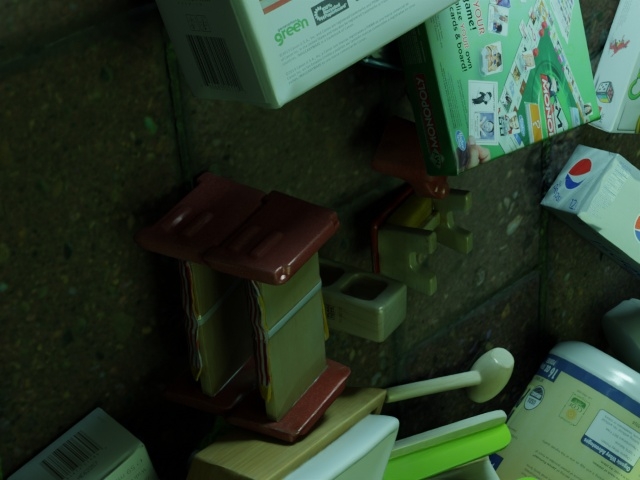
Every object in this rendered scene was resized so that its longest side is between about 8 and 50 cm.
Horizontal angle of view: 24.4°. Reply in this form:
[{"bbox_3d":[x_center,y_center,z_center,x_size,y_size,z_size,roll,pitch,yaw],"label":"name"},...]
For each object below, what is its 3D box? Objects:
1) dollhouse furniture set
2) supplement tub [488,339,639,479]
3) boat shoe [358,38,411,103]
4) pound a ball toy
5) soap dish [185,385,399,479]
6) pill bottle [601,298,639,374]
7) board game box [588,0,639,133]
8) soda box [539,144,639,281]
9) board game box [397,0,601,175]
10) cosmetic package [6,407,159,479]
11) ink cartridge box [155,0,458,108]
[{"bbox_3d":[0.000,0.000,1.441,0.374,0.152,0.201,-44,141,-44],"label":"dollhouse furniture set"},{"bbox_3d":[0.314,0.309,1.865,0.316,0.228,0.228,-56,140,-4],"label":"supplement tub"},{"bbox_3d":[0.111,-0.166,1.468,0.258,0.109,0.089,24,88,-35],"label":"boat shoe"},{"bbox_3d":[0.115,0.271,1.714,0.319,0.208,0.136,-14,147,-27],"label":"pound a ball toy"},{"bbox_3d":[-0.046,0.271,1.429,0.291,0.118,0.229,-25,136,-63],"label":"soap dish"},{"bbox_3d":[0.542,0.074,1.965,0.318,0.176,0.176,-31,135,-7],"label":"pill bottle"},{"bbox_3d":[0.427,-0.275,1.752,0.193,0.053,0.305,-3,116,-45],"label":"board game box"},{"bbox_3d":[0.407,0.002,1.779,0.286,0.098,0.091,35,87,-21],"label":"soda box"},{"bbox_3d":[0.156,-0.241,1.402,0.213,0.046,0.317,-21,104,-38],"label":"board game box"},{"bbox_3d":[-0.203,0.284,1.425,0.117,0.085,0.231,-39,135,-22],"label":"cosmetic package"},{"bbox_3d":[0.003,-0.296,1.167,0.309,0.130,0.272,-33,117,-27],"label":"ink cartridge box"}]
